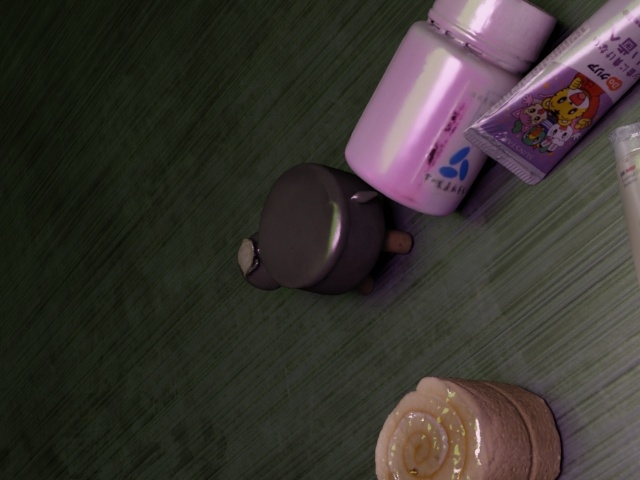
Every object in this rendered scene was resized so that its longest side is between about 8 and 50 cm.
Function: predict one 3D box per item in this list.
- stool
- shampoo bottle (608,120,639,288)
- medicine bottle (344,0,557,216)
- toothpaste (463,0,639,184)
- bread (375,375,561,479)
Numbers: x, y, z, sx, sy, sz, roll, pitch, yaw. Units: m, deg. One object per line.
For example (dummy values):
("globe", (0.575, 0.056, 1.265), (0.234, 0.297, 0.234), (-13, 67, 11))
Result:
("stool", (0.000, -0.009, 1.250), (0.228, 0.139, 0.153), (-1, 80, 48))
("shampoo bottle", (0.328, -0.014, 0.967), (0.072, 0.049, 0.212), (-31, 59, 43))
("medicine bottle", (0.146, -0.166, 1.124), (0.152, 0.152, 0.254), (47, 114, 42))
("toothpaste", (0.285, -0.181, 1.023), (0.299, 0.114, 0.073), (-46, 31, 25))
("bread", (0.153, 0.219, 1.032), (0.134, 0.141, 0.148), (43, 113, 44))
